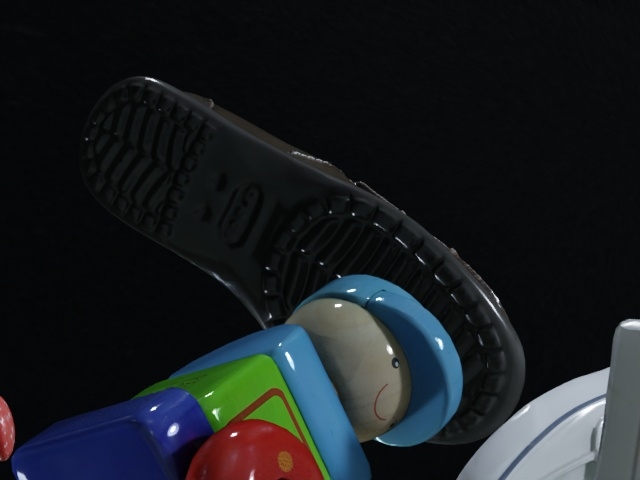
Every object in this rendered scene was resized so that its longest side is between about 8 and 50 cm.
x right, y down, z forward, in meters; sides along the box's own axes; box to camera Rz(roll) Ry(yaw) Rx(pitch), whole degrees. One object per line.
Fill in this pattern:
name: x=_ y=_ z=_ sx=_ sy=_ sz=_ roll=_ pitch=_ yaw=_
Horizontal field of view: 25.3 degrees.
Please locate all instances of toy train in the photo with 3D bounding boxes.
toy train: x=0.021 y=0.139 z=0.433 sx=0.105 sy=0.143 sz=0.248 roll=-20 pitch=-81 yaw=40

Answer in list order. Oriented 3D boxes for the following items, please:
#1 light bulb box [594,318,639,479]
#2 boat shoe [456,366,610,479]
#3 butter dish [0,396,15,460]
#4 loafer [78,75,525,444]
light bulb box: x=0.253 y=0.228 z=0.369 sx=0.361 sy=0.225 sz=0.358 roll=4 pitch=-104 yaw=28
boat shoe: x=0.185 y=0.132 z=0.867 sx=0.084 sy=0.258 sz=0.095 roll=36 pitch=-40 yaw=39
butter dish: x=-0.214 y=0.105 z=0.718 sx=0.118 sy=0.160 sz=0.160 roll=-12 pitch=-49 yaw=-16
loafer: x=0.000 y=0.000 z=0.609 sx=0.220 sy=0.078 sz=0.080 roll=39 pitch=-74 yaw=15
